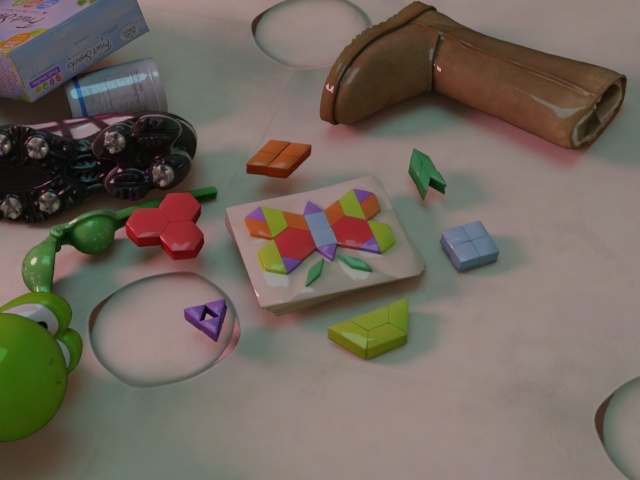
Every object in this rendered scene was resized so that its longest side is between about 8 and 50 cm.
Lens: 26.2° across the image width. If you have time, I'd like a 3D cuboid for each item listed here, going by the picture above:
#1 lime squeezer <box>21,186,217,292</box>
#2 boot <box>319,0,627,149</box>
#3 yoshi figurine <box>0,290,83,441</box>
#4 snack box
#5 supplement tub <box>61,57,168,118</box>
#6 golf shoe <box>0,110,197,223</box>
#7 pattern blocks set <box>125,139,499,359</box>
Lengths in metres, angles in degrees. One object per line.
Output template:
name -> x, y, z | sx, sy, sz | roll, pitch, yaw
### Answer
lime squeezer -> -0.229, 0.016, 1.385 | 0.110, 0.059, 0.310 | 20, 49, 22
boot -> 0.168, -0.165, 1.520 | 0.269, 0.089, 0.236 | 27, 53, 25
yoshi figurine -> -0.368, 0.143, 1.171 | 0.362, 0.203, 0.203 | -24, 53, -19
snack box -> -0.328, -0.234, 1.583 | 0.174, 0.070, 0.207 | -37, 30, -28
supplement tub -> -0.233, -0.162, 1.551 | 0.107, 0.071, 0.071 | -16, 46, -13
golf shoe -> -0.264, -0.085, 1.477 | 0.273, 0.105, 0.120 | -4, 16, 7
pattern blocks set -> 0.000, 0.000, 1.384 | 0.325, 0.026, 0.285 | -25, 56, -23
